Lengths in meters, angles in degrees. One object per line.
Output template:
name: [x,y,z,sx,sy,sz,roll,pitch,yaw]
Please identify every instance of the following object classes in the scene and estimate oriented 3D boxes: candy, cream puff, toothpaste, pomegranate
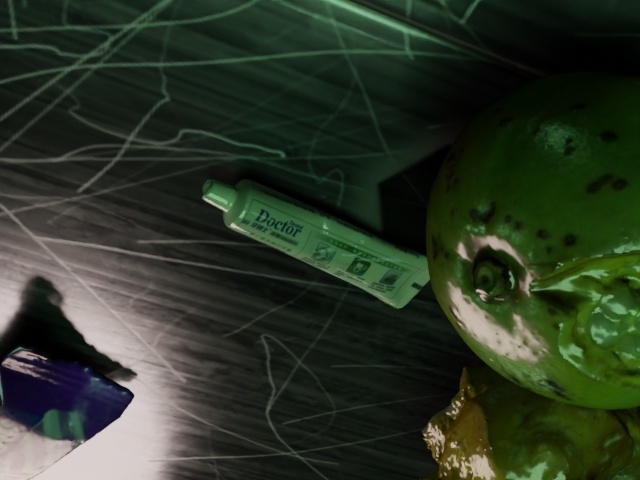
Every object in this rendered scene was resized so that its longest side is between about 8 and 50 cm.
candy: [-0.313,0.189,0.939,0.275,0.070,0.145,-36,132,25]
cream puff: [0.187,0.223,0.922,0.282,0.185,0.282,-25,131,-33]
toothpaste: [0.000,0.000,0.792,0.218,0.041,0.064,24,122,-26]
pomegranate: [0.222,-0.013,0.681,0.302,0.236,0.236,-16,136,-22]
